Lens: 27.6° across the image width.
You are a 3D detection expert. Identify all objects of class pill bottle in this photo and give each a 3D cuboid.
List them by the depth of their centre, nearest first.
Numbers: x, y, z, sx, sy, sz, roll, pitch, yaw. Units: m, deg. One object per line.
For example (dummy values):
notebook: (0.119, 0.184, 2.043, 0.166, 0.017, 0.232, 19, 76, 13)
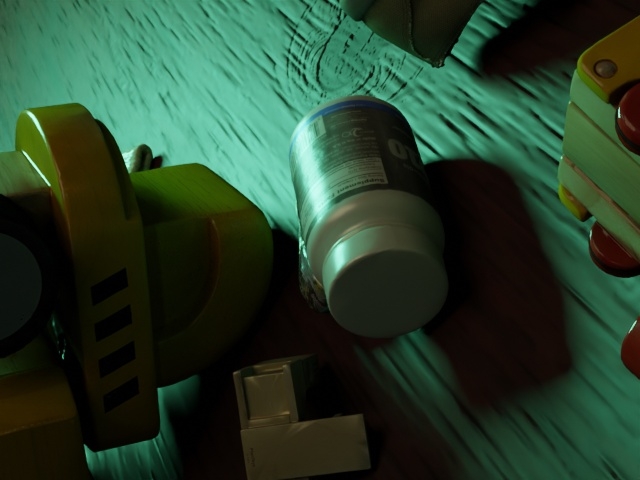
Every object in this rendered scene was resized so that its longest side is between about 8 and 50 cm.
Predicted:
pill bottle: (0.027, -0.014, 0.734, 0.078, 0.078, 0.137, -45, 33, 25)

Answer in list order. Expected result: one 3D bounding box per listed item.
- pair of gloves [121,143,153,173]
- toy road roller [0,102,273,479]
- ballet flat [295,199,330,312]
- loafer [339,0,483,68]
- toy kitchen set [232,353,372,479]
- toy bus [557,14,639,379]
pair of gloves: (-0.244, 0.028, 1.150, 0.204, 0.042, 0.240, -7, 59, 54)
toy road roller: (-0.158, 0.072, 0.875, 0.202, 0.241, 0.329, -141, 44, -60)
ballet flat: (0.000, 0.000, 0.806, 0.041, 0.041, 0.114, -40, 35, 32)
loafer: (0.122, -0.188, 0.742, 0.251, 0.087, 0.094, -37, 8, 36)
toy kitchen set: (-0.002, 0.107, 0.731, 0.068, 0.075, 0.083, -9, 89, 11)
toy bus: (0.178, -0.004, 0.462, 0.104, 0.202, 0.191, -33, 19, -14)
